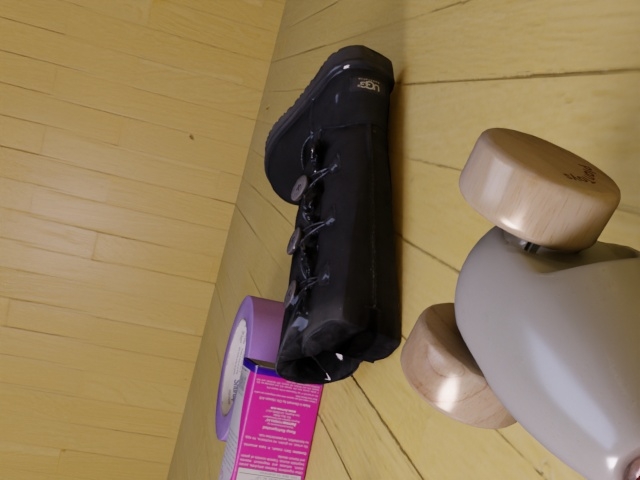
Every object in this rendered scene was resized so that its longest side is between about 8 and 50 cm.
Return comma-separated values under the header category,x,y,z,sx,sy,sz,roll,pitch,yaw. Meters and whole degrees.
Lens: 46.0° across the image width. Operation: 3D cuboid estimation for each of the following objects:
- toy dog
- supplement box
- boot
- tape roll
category,x,y,z,sx,sy,sz,roll,pitch,yaw
toy dog,0.174,0.084,0.369,0.220,0.161,0.333,-59,37,44
supplement box,-0.081,0.303,1.154,0.111,0.114,0.219,174,110,-74
boot,0.000,-0.001,1.096,0.367,0.146,0.444,121,153,-57
tape roll,-0.124,0.246,1.424,0.275,0.090,0.274,-168,90,-77
